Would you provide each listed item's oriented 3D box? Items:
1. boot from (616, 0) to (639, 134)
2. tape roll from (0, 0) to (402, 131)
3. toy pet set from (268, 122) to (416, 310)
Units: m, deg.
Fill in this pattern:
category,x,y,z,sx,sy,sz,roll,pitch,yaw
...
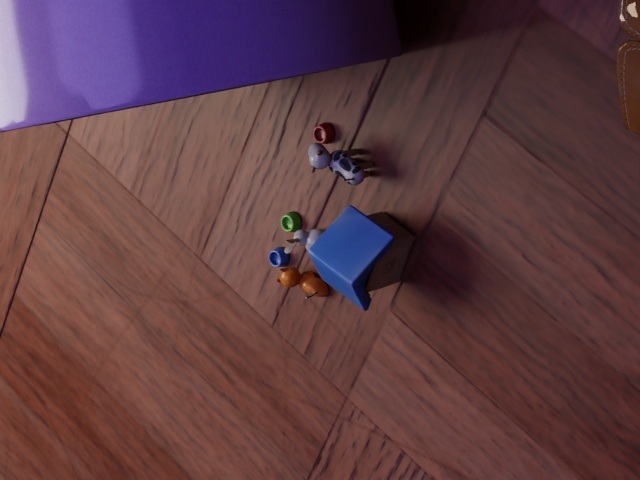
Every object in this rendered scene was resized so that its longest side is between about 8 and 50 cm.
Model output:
category,x,y,z,sx,sy,sz,roll,pitch,yaw
boot,0.268,-0.148,0.965,0.220,0.109,0.283,26,125,40
tape roll,-0.090,-0.134,1.165,0.275,0.275,0.090,-6,97,43
toy pet set,0.000,0.000,1.263,0.114,0.065,0.122,38,124,30
